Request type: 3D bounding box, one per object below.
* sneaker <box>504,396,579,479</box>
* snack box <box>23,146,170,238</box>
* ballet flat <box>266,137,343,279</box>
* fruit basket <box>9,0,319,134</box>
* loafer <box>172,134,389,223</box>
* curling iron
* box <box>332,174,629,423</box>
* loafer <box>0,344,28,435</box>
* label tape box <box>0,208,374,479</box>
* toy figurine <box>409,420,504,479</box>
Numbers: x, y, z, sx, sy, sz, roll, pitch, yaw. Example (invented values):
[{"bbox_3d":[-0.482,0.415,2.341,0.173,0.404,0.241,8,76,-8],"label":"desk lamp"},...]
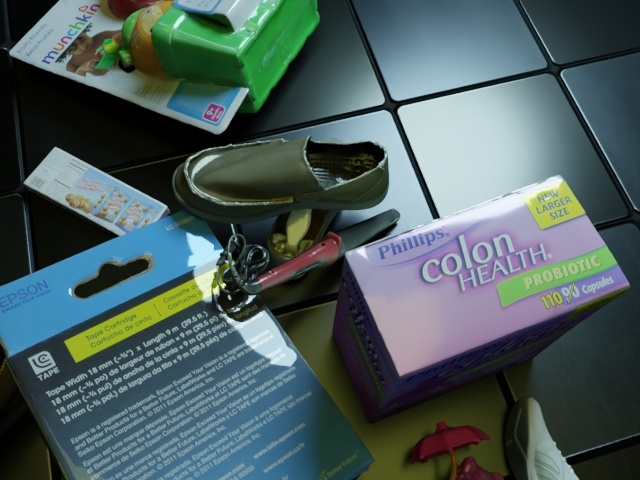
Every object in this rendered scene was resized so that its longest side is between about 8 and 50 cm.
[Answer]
[{"bbox_3d":[0.235,0.241,0.660,0.061,0.053,0.152,0,71,-11],"label":"sneaker"},{"bbox_3d":[-0.283,-0.054,0.797,0.178,0.022,0.064,27,67,11],"label":"snack box"},{"bbox_3d":[-0.008,-0.053,0.777,0.072,0.068,0.213,18,66,7],"label":"ballet flat"},{"bbox_3d":[-0.197,-0.324,0.849,0.353,0.165,0.327,25,67,14],"label":"fruit basket"},{"bbox_3d":[-0.037,-0.081,0.697,0.251,0.087,0.094,-7,64,-16],"label":"loafer"},{"bbox_3d":[0.000,0.000,0.708,0.274,0.035,0.068,-19,74,-38],"label":"curling iron"},{"bbox_3d":[0.135,0.073,0.626,0.214,0.243,0.117,-19,67,-10],"label":"box"},{"bbox_3d":[-0.411,0.193,0.621,0.134,0.130,0.366,30,68,12],"label":"loafer"},{"bbox_3d":[-0.146,0.157,0.629,0.241,0.106,0.333,-26,68,-29],"label":"label tape box"},{"bbox_3d":[0.139,0.266,0.621,0.173,0.130,0.159,33,57,-10],"label":"toy figurine"}]
